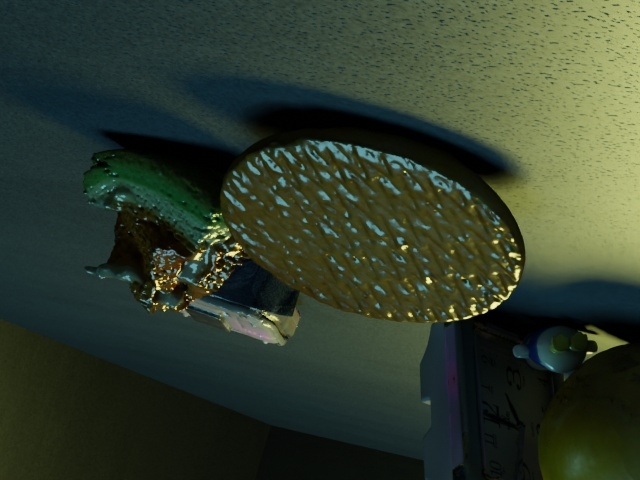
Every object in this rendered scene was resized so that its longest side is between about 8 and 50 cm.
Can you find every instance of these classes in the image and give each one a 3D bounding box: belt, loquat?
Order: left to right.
[{"bbox_3d":[-0.088,0.028,1.511,0.141,0.082,0.190,20,180,21],"label":"belt"},{"bbox_3d":[0.351,0.223,1.473,0.235,0.235,0.235,16,168,4],"label":"loquat"}]

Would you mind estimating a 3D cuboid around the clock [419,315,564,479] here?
[{"bbox_3d":[0.210,0.218,1.595,0.186,0.253,0.083,23,137,-25],"label":"clock"}]

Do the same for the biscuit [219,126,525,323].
[{"bbox_3d":[0.042,-0.012,1.132,0.262,0.037,0.262,14,149,8],"label":"biscuit"}]

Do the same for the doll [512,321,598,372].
[{"bbox_3d":[0.260,0.124,1.556,0.099,0.057,0.143,-3,171,-7],"label":"doll"}]

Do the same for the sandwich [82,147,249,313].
[{"bbox_3d":[-0.142,-0.001,1.305,0.185,0.160,0.109,17,-170,36],"label":"sandwich"}]

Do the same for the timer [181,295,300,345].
[{"bbox_3d":[-0.127,0.082,1.866,0.191,0.069,0.208,17,169,11],"label":"timer"}]
